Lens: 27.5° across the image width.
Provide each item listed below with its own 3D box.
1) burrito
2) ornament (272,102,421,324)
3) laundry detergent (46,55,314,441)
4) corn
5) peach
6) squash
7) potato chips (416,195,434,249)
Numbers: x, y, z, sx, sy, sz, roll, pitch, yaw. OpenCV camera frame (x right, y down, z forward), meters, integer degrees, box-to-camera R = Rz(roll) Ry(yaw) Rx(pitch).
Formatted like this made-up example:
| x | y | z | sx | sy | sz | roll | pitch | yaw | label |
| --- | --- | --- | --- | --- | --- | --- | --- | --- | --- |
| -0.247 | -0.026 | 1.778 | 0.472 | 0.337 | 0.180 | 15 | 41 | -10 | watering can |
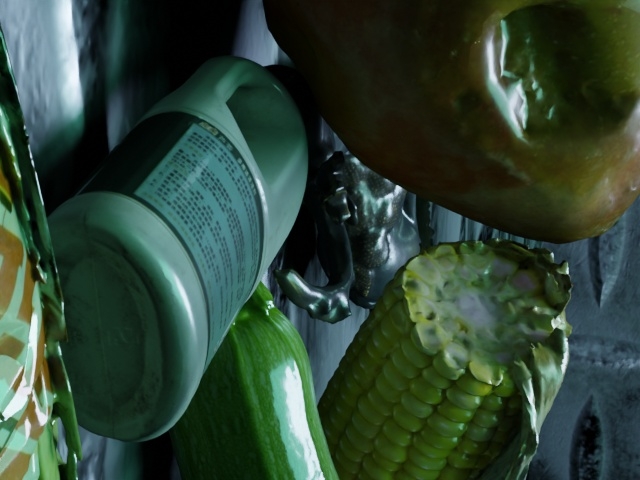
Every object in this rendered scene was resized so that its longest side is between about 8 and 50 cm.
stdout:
| x | y | z | sx | sy | sz | roll | pitch | yaw | label |
| --- | --- | --- | --- | --- | --- | --- | --- | --- | --- |
| -0.110 | 0.022 | 0.352 | 0.104 | 0.054 | 0.288 | -65 | 156 | -52 | burrito |
| 0.000 | 0.000 | 0.740 | 0.236 | 0.080 | 0.202 | -67 | 155 | -56 | ornament |
| -0.048 | -0.019 | 0.552 | 0.226 | 0.070 | 0.099 | -60 | 145 | -56 | laundry detergent |
| 0.049 | 0.130 | 0.751 | 0.123 | 0.122 | 0.305 | -41 | 160 | -50 | corn |
| 0.088 | -0.112 | 0.611 | 0.235 | 0.214 | 0.214 | 64 | 24 | -15 | peach |
| -0.023 | 0.117 | 0.617 | 0.068 | 0.077 | 0.219 | -45 | 118 | -76 | squash |
| 0.052 | -0.088 | 0.932 | 0.228 | 0.059 | 0.167 | -86 | -178 | -49 | potato chips |
